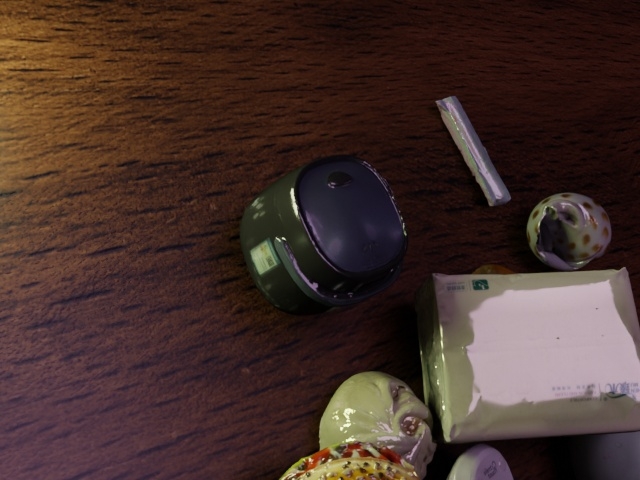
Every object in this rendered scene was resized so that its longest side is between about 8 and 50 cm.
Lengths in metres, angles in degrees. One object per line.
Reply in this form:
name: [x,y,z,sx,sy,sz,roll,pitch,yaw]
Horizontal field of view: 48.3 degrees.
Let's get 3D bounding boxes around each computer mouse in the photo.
computer mouse: [0.273,0.504,1.222,0.184,0.121,0.297,-15,85,-51]

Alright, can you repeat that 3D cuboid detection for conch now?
conch: [0.580,-0.018,1.661,0.274,0.183,0.149,34,12,-25]

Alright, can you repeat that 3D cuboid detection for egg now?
egg: [0.625,0.387,1.454,0.229,0.230,0.371,32,51,-18]

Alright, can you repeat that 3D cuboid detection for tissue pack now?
tissue pack: [0.374,0.208,1.293,0.380,0.207,0.297,-3,74,-6]

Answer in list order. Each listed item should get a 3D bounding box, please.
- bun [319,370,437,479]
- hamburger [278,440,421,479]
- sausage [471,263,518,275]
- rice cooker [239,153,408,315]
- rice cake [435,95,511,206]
bun: [0.111,0.328,1.195,0.231,0.133,0.231,16,59,-29]
hamburger: [0.037,0.438,1.015,0.300,0.176,0.301,1,86,-11]
sausage: [0.462,0.171,1.516,0.353,0.116,0.134,30,29,-22]
rice cooker: [0.000,0.000,1.209,0.267,0.224,0.267,16,59,-29]
rice cake: [0.344,-0.206,1.646,0.081,0.051,0.290,-20,80,-48]
